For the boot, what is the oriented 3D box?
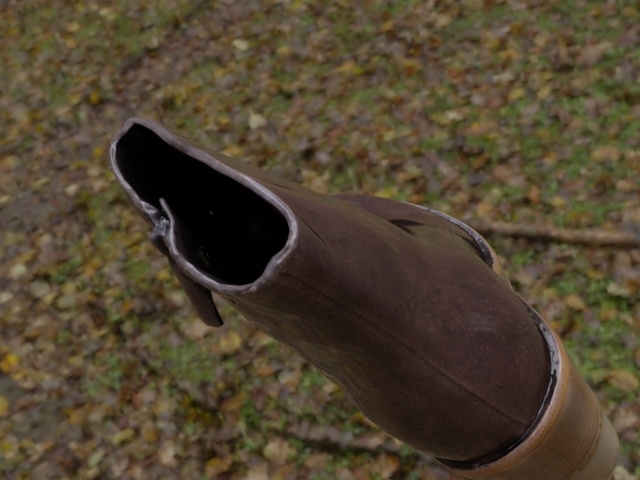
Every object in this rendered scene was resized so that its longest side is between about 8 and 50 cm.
[{"bbox_3d":[0.000,0.000,0.481,0.090,0.207,0.248,-53,36,2],"label":"boot"}]
